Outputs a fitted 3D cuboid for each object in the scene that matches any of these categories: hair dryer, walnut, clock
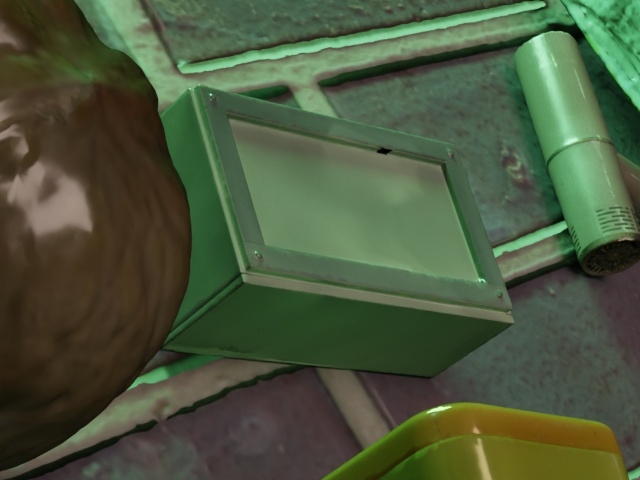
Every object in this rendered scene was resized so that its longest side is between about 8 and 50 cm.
[{"bbox_3d":[0.255,-0.051,1.512,0.220,0.054,0.195,15,49,-40],"label":"hair dryer"},{"bbox_3d":[-0.178,-0.015,0.873,0.248,0.248,0.248,28,42,-29],"label":"walnut"},{"bbox_3d":[0.053,0.164,0.984,0.143,0.202,0.096,15,51,-39],"label":"clock"}]

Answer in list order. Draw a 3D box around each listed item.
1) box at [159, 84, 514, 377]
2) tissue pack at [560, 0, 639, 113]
[{"bbox_3d":[0.000,0.000,1.168,0.225,0.086,0.129,9,53,-43],"label":"box"},{"bbox_3d":[0.378,-0.187,1.555,0.311,0.128,0.228,-15,58,-26],"label":"tissue pack"}]
